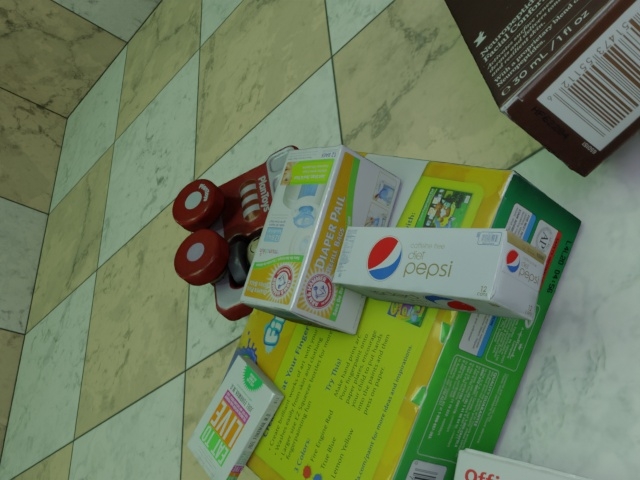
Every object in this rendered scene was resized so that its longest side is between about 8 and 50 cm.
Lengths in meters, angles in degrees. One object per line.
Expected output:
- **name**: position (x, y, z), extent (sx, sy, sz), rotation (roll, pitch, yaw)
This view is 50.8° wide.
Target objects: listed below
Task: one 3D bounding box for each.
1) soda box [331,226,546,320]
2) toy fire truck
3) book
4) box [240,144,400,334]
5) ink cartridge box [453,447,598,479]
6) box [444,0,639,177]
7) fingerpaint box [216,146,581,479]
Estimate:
- **soda box**: position (0.113, 0.029, 0.689), extent (0.216, 0.074, 0.069), rotation (3, 73, 51)
- **toy fire truck**: position (-0.118, -0.017, 1.226), extent (0.254, 0.169, 0.302), rotation (-27, 49, 17)
- **book**: position (-0.110, 0.238, 0.884), extent (0.096, 0.035, 0.144), rotation (34, 97, 49)
- **box**: position (0.000, 0.000, 0.816), extent (0.114, 0.103, 0.203), rotation (5, 74, 52)
- **ink cartridge box**: position (0.205, 0.339, 0.644), extent (0.172, 0.100, 0.237), rotation (-4, 68, 51)
- **box**: position (0.280, -0.266, 0.791), extent (0.191, 0.143, 0.381), rotation (-47, 23, 27)
- **fingerpaint box**: position (0.072, 0.122, 0.885), extent (0.371, 0.163, 0.445), rotation (17, 83, 53)
